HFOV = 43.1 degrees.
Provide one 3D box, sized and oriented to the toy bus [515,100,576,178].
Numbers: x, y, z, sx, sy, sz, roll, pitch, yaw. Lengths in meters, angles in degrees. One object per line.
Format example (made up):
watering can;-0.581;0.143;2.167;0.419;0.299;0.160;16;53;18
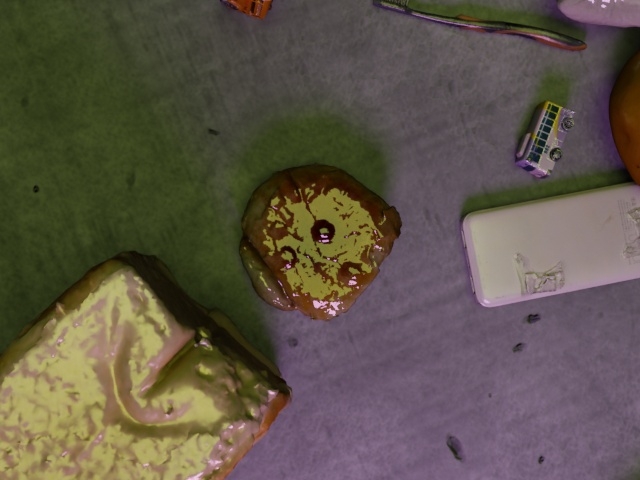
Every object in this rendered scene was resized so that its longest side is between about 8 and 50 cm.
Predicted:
toy bus;0.323;-0.145;1.173;0.058;0.052;0.102;23;88;-3

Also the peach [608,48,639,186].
peach;0.530;-0.177;1.143;0.251;0.153;0.251;-1;96;-9

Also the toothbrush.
toothbrush;0.233;-0.314;1.174;0.321;0.023;0.031;13;99;-5

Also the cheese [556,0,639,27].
cheese;0.432;-0.389;1.122;0.198;0.154;0.189;4;99;0

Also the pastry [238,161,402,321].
pastry;0.000;0.000;1.127;0.229;0.100;0.218;-16;93;-3

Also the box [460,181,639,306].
box;0.353;0.005;1.185;0.285;0.044;0.142;-10;90;-4

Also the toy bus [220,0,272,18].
toy bus;-0.089;-0.346;1.077;0.074;0.162;0.070;24;90;-8

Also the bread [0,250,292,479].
bread;-0.261;0.222;0.980;0.390;0.371;0.279;-43;90;-6
